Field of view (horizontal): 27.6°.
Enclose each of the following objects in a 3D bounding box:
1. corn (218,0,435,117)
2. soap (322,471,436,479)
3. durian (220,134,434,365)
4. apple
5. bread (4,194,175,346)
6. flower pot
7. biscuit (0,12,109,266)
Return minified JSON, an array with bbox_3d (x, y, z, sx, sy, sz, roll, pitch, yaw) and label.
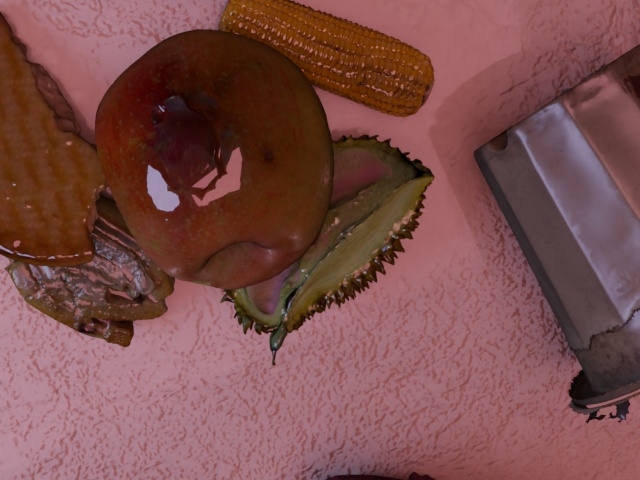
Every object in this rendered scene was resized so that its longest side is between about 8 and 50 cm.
[{"bbox_3d":[0.007,-0.170,1.171,0.203,0.072,0.072,19,95,-9],"label":"corn"},{"bbox_3d":[0.136,0.305,1.183,0.324,0.220,0.127,20,91,-10],"label":"soap"},{"bbox_3d":[0.001,0.002,1.185,0.221,0.095,0.137,-45,56,-6],"label":"durian"},{"bbox_3d":[-0.080,-0.071,1.095,0.207,0.174,0.188,-6,59,-37],"label":"apple"},{"bbox_3d":[-0.205,0.022,1.176,0.156,0.064,0.117,26,96,-9],"label":"bread"},{"bbox_3d":[0.278,-0.021,1.140,0.290,0.290,0.259,-32,90,-2],"label":"flower pot"},{"bbox_3d":[-0.261,-0.090,1.137,0.176,0.031,0.229,1,78,1],"label":"biscuit"}]
